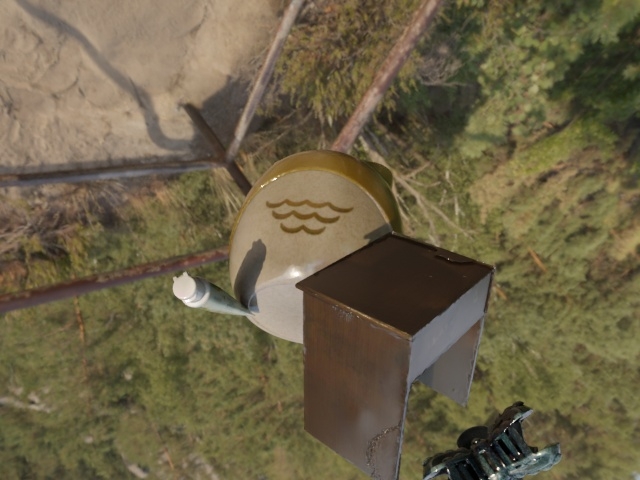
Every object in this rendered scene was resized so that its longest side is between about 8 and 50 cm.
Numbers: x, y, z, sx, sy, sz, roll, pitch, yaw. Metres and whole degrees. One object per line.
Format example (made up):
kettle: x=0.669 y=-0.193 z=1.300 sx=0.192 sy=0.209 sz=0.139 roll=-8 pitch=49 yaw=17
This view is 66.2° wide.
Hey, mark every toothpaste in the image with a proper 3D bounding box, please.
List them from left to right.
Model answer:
toothpaste: x=-0.193 y=0.112 z=0.910 sx=0.056 sy=0.058 sz=0.314 roll=-27 pitch=165 yaw=-1

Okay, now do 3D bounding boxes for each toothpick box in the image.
toothpick box: x=0.000 y=0.000 z=1.175 sx=0.409 sy=0.425 sz=0.409 roll=7 pitch=144 yaw=5

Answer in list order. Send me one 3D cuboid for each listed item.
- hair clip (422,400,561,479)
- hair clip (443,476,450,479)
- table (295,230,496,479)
hair clip: x=0.402 y=0.527 z=1.157 sx=0.310 sy=0.194 sz=0.206 roll=-32 pitch=150 yaw=2
hair clip: x=0.528 y=0.857 z=1.711 sx=0.275 sy=0.083 sz=0.048 roll=38 pitch=139 yaw=-22
table: x=0.115 y=0.174 z=0.778 sx=0.251 sy=0.196 sz=0.282 roll=-27 pitch=127 yaw=-44
